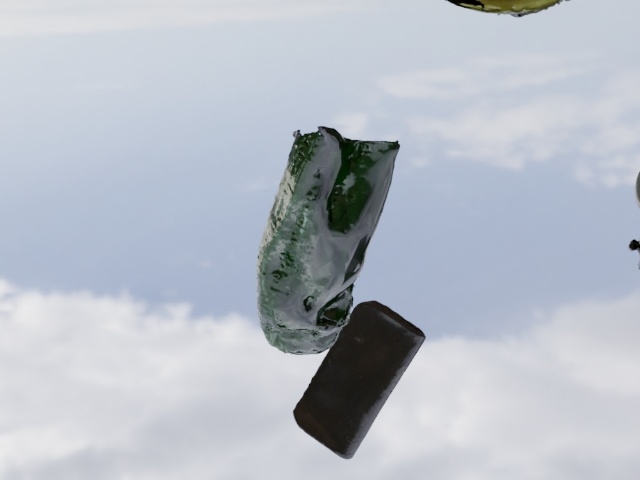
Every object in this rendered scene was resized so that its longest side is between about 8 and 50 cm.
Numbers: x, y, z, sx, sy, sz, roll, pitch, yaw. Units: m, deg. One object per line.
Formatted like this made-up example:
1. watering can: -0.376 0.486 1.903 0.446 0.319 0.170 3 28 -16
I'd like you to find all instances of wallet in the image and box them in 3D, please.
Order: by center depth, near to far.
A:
1. wallet: 0.037 0.140 1.378 0.082 0.157 0.018 32 -171 19

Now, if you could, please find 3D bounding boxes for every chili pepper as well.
1. chili pepper: 0.001 0.001 1.038 0.098 0.224 0.061 -8 -134 -23

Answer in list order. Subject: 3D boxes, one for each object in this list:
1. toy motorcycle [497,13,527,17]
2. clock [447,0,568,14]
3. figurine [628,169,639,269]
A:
1. toy motorcycle: 0.249 -0.364 1.687 0.100 0.173 0.058 30 -164 3
2. clock: 0.167 -0.357 1.251 0.277 0.293 0.071 -12 -164 -8
3. figurine: 0.335 -0.038 1.137 0.126 0.192 0.147 30 -150 -25
